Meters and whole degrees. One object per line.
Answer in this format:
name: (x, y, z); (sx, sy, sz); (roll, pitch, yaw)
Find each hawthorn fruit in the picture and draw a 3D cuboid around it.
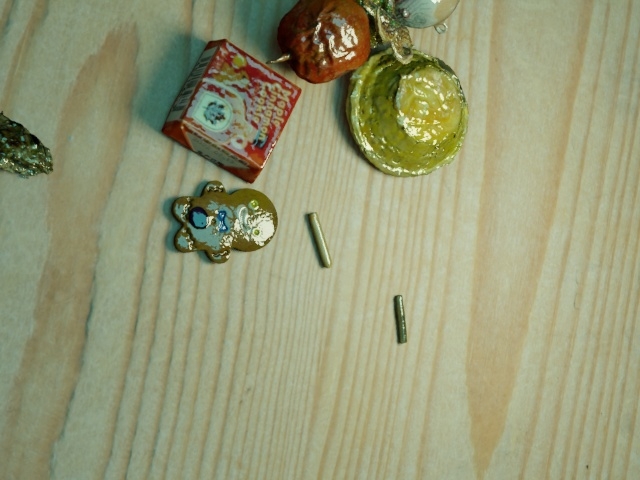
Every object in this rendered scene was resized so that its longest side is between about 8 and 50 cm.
hawthorn fruit: (-0.016, -0.428, 1.662); (0.243, 0.207, 0.207); (-33, 100, -17)

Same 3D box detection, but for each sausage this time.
sausage: (0.000, 0.000, 1.736); (0.024, 0.024, 0.132); (-18, 95, -23)

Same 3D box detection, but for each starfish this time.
starfish: (0.157, -0.472, 1.709); (0.209, 0.053, 0.150); (11, 74, -58)

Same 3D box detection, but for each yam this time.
yam: (0.192, 0.186, 1.810); (0.021, 0.021, 0.116); (-4, 88, -24)

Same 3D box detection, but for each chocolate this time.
chocolate: (-0.178, -0.280, 1.631); (0.235, 0.108, 0.237); (31, 74, -20)

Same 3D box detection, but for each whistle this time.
whistle: (0.206, -0.629, 1.761); (0.189, 0.189, 0.348); (-38, 111, -21)

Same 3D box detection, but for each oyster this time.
oyster: (-0.599, -0.179, 1.475); (0.177, 0.056, 0.105); (39, 65, -12)

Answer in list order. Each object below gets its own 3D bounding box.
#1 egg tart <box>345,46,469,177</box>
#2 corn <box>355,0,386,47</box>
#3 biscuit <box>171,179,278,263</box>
egg tart: (0.223, -0.308, 1.792); (0.341, 0.132, 0.341); (2, 86, -25)
corn: (0.106, -0.573, 1.758); (0.091, 0.091, 0.260); (-20, 102, -64)
biscuit: (-0.203, -0.042, 1.646); (0.236, 0.039, 0.180); (-7, 89, -25)
